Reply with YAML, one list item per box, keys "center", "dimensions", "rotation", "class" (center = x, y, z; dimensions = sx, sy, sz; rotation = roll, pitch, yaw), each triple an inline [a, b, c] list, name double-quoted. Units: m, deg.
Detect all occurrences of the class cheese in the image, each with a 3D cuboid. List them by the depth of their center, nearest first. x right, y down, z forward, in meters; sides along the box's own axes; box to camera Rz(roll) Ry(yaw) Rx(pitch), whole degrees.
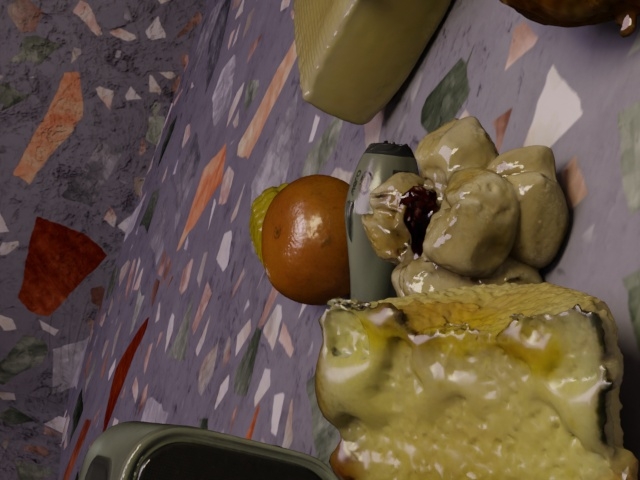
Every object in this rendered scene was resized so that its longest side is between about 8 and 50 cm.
- center: [0.063, -0.315, 1.358]
  dimensions: [0.266, 0.123, 0.243]
  rotation: [-96, 27, -49]
  class: "cheese"

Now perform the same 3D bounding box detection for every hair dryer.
- center: [0.086, 0.029, 1.107]
  dimensions: [0.225, 0.088, 0.219]
  rotation: [44, 124, 53]
  class: "hair dryer"

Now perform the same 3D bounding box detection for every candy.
- center: [-0.038, 0.011, 1.421]
  dimensions: [0.199, 0.094, 0.106]
  rotation: [-107, 26, -57]
  class: "candy"

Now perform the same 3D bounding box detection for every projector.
- center: [-0.139, 0.336, 1.182]
  dimensions: [0.249, 0.248, 0.248]
  rotation: [158, 126, -68]
  class: "projector"

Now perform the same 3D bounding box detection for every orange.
- center: [0.000, 0.000, 1.274]
  dimensions: [0.156, 0.124, 0.156]
  rotation: [-16, 70, 54]
  class: "orange"

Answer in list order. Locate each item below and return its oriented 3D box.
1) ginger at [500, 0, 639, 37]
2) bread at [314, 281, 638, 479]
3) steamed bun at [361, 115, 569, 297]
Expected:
- center: [0.213, -0.310, 0.875]
  dimensions: [0.274, 0.152, 0.358]
  rotation: [-23, 50, 30]
  class: "ginger"
- center: [0.124, 0.111, 0.779]
  dimensions: [0.251, 0.133, 0.174]
  rotation: [-8, 95, 41]
  class: "bread"
- center: [0.116, -0.016, 0.920]
  dimensions: [0.192, 0.106, 0.177]
  rotation: [-56, 36, 27]
  class: "steamed bun"
